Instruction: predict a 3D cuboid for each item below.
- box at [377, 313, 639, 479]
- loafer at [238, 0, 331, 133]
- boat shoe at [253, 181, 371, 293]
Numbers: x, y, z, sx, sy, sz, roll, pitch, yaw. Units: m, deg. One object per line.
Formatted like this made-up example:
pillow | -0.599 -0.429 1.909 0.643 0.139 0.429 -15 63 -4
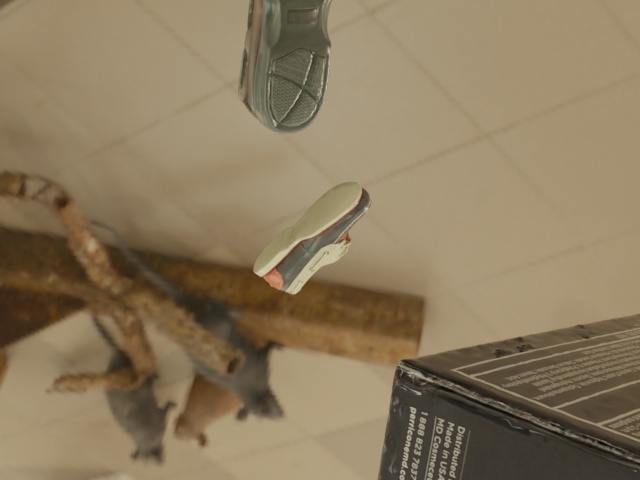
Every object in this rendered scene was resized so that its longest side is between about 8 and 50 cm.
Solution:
box | 0.226 0.175 0.772 0.294 0.183 0.296 17 -167 38
loafer | -0.031 -0.233 1.237 0.096 0.084 0.267 -1 110 -36
boat shoe | 0.000 0.000 1.121 0.043 0.049 0.137 36 131 -17
